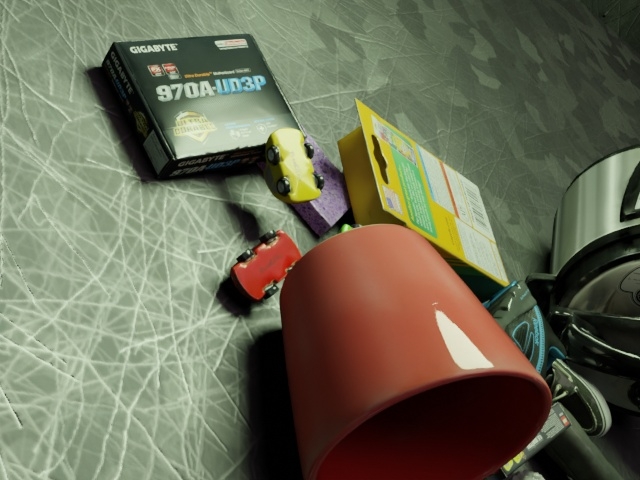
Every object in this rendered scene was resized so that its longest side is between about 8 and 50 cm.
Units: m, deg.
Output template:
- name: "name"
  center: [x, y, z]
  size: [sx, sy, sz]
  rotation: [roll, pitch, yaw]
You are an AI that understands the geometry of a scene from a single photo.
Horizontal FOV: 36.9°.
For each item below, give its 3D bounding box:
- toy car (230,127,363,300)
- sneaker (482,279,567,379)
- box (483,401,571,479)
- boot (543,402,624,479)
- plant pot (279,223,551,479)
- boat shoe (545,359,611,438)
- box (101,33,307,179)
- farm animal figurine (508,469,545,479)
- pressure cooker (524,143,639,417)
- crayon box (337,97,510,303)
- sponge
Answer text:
- name: "toy car"
  center: [0.000, 0.000, 1.206]
  size: [0.225, 0.053, 0.239]
  rotation: [26, 61, -24]
- name: "sneaker"
  center: [0.236, 0.173, 1.283]
  size: [0.139, 0.125, 0.341]
  rotation: [51, 42, 4]
- name: "box"
  center: [0.229, 0.272, 1.217]
  size: [0.207, 0.114, 0.036]
  rotation: [-13, 69, -54]
- name: "boot"
  center: [0.390, 0.319, 1.326]
  size: [0.076, 0.189, 0.208]
  rotation: [-29, 89, -26]
- name: "plant pot"
  center: [0.080, 0.132, 1.067]
  size: [0.275, 0.275, 0.243]
  rotation: [18, 35, -39]
- name: "boat shoe"
  center: [0.345, 0.216, 1.445]
  size: [0.219, 0.078, 0.070]
  rotation: [48, 32, 10]
- name: "box"
  center: [-0.145, -0.176, 1.224]
  size: [0.220, 0.051, 0.175]
  rotation: [-14, 70, -42]
- name: "farm animal figurine"
  center: [0.382, 0.450, 1.175]
  size: [0.330, 0.172, 0.326]
  rotation: [22, 43, -36]
- name: "pressure cooker"
  center: [0.557, 0.083, 1.550]
  size: [0.375, 0.370, 0.420]
  rotation: [46, 35, -16]
- name: "crayon box"
  center: [0.138, -0.046, 1.401]
  size: [0.323, 0.083, 0.203]
  rotation: [29, 39, -43]
- name: "sponge"
  center: [-0.037, -0.112, 1.340]
  size: [0.210, 0.031, 0.117]
  rotation: [50, 34, -2]
